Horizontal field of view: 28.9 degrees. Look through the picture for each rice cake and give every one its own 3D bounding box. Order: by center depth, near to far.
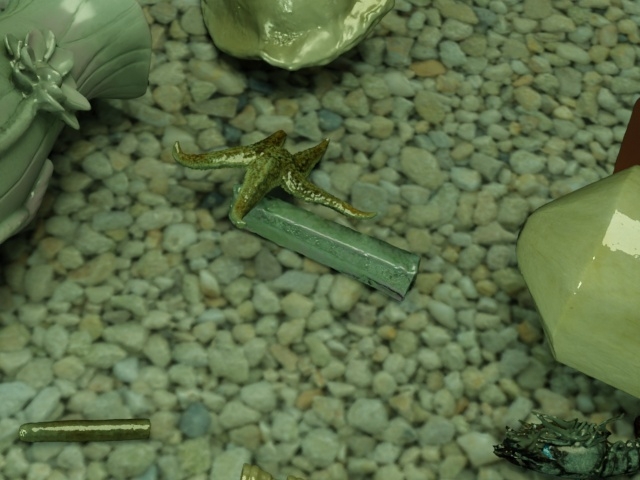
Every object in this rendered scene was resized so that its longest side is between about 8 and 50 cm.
[{"bbox_3d":[0.000,0.000,1.249,0.211,0.043,0.034,23,41,12],"label":"rice cake"}]

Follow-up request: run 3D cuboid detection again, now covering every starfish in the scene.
[{"bbox_3d":[-0.042,-0.069,1.264,0.217,0.050,0.223,26,34,2],"label":"starfish"}]

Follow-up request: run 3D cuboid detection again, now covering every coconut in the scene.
[{"bbox_3d":[0.289,0.035,1.164,0.222,0.202,0.202,28,54,11],"label":"coconut"}]

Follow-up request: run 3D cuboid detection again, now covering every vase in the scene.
[{"bbox_3d":[-0.351,-0.106,1.179,0.250,0.250,0.445,28,51,15],"label":"vase"}]

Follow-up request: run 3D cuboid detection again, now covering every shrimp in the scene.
[{"bbox_3d":[0.240,0.184,1.114,0.174,0.082,0.076,-3,47,-19],"label":"shrimp"}]

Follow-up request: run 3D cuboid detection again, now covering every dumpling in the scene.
[{"bbox_3d":[-0.048,-0.276,1.419,0.252,0.131,0.179,27,77,25],"label":"dumpling"}]

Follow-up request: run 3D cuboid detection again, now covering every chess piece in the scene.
[{"bbox_3d":[-0.025,0.219,1.081,0.092,0.035,0.035,11,51,-3],"label":"chess piece"}]

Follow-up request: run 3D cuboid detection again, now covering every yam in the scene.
[{"bbox_3d":[-0.208,0.168,1.102,0.116,0.021,0.021,-1,52,-7],"label":"yam"}]

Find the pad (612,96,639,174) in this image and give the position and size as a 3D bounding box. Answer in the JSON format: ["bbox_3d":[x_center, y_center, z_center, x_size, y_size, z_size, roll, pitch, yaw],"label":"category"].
[{"bbox_3d":[0.468,-0.072,1.393,0.267,0.004,0.181,21,53,8],"label":"pad"}]
